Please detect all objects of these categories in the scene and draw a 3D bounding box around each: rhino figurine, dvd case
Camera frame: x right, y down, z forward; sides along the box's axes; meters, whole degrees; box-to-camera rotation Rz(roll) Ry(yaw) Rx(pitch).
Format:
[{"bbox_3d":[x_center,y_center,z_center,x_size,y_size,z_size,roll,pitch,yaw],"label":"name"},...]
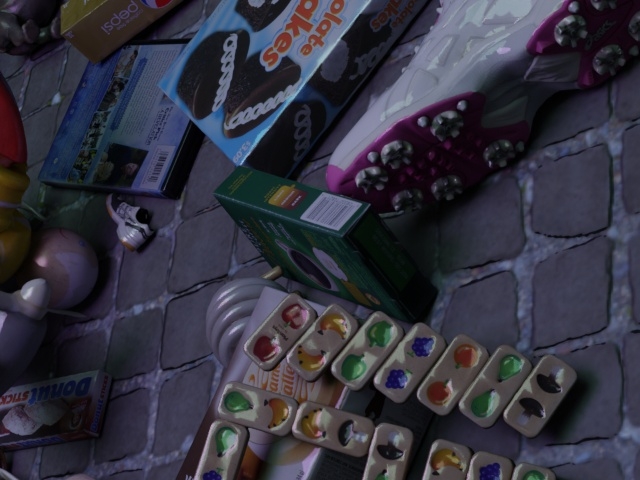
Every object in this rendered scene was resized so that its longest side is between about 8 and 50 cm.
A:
[{"bbox_3d":[-0.353,-0.336,1.780,0.106,0.073,0.243,-8,60,41],"label":"rhino figurine"},{"bbox_3d":[-0.202,-0.136,1.535,0.253,0.022,0.180,7,71,49],"label":"dvd case"}]

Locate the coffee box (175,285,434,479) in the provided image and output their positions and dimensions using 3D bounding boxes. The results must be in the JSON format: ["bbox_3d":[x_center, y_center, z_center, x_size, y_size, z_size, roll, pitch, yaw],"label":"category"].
[{"bbox_3d":[-0.022,0.176,1.089,0.141,0.098,0.246,17,80,50],"label":"coffee box"}]

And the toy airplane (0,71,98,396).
[{"bbox_3d":[-0.362,0.046,1.425,0.384,0.272,0.386,130,140,-57],"label":"toy airplane"}]

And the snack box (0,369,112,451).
[{"bbox_3d":[-0.277,0.173,1.420,0.178,0.022,0.064,-15,55,41],"label":"snack box"}]

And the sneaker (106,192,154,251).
[{"bbox_3d":[-0.193,-0.024,1.455,0.037,0.032,0.083,-36,48,6],"label":"sneaker"}]

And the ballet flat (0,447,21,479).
[{"bbox_3d":[-0.294,0.298,1.313,0.124,0.116,0.342,-37,36,-4],"label":"ballet flat"}]

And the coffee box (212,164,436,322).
[{"bbox_3d":[0.000,0.000,1.163,0.040,0.113,0.184,-51,35,-17],"label":"coffee box"}]

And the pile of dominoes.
[{"bbox_3d":[0.038,0.145,0.983,0.251,0.040,0.196,14,80,14],"label":"pile of dominoes"}]

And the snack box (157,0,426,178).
[{"bbox_3d":[-0.003,-0.223,1.337,0.322,0.060,0.187,-51,44,6],"label":"snack box"}]

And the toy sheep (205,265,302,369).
[{"bbox_3d":[-0.056,0.070,1.207,0.091,0.091,0.132,-47,26,14],"label":"toy sheep"}]

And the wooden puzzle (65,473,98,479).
[{"bbox_3d":[-0.118,0.310,1.048,0.221,0.044,0.238,14,120,50],"label":"wooden puzzle"}]

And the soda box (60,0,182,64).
[{"bbox_3d":[-0.205,-0.277,1.578,0.181,0.058,0.061,-33,39,20],"label":"soda box"}]

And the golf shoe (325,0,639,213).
[{"bbox_3d":[0.124,-0.141,1.122,0.306,0.115,0.140,-36,49,14],"label":"golf shoe"}]
